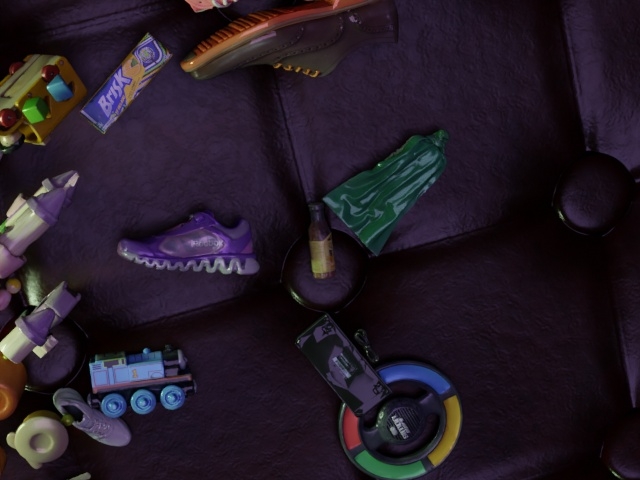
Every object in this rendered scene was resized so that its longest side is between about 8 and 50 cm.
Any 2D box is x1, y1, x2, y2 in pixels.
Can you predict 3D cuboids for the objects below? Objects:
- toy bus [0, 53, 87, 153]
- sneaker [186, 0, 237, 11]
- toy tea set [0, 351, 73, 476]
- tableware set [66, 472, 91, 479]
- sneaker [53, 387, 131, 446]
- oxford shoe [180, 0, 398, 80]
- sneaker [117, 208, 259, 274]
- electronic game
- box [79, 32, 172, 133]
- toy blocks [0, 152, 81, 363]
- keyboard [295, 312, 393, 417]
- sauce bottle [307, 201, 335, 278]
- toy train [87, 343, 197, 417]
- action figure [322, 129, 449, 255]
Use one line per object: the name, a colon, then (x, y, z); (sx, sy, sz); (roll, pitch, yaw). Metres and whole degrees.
toy bus: (-0.452, -0.194, 1.771); (0.202, 0.191, 0.104); (-23, 128, 9)
sneaker: (-0.145, -0.413, 1.805); (0.313, 0.116, 0.136); (21, 112, 7)
toy tea set: (-0.582, 0.319, 1.903); (0.336, 0.124, 0.200); (-30, 114, 2)
tableware set: (-0.463, 0.463, 1.987); (0.194, 0.039, 0.128); (-18, 117, 0)
sneaker: (-0.387, 0.308, 1.954); (0.152, 0.061, 0.054); (35, 92, -17)
oxford shoe: (-0.041, -0.311, 1.848); (0.363, 0.130, 0.133); (-21, 111, -5)
sneaker: (-0.215, -0.001, 1.906); (0.236, 0.095, 0.105); (3, 95, -16)
electronic game: (0.144, 0.321, 2.059); (0.229, 0.048, 0.229); (-2, 103, -10)
box: (-0.310, -0.252, 1.844); (0.054, 0.059, 0.169); (40, 93, -13)
toy blocks: (-0.445, -0.006, 1.761); (0.260, 0.288, 0.309); (-45, 105, -2)
keyboard: (0.051, 0.208, 2.009); (0.108, 0.023, 0.180); (-40, 91, 7)
sauce bottle: (0.000, 0.000, 1.965); (0.042, 0.042, 0.128); (-9, 106, -8)
toy train: (-0.302, 0.234, 1.945); (0.184, 0.080, 0.105); (-7, 98, -9)
action figure: (0.132, -0.102, 1.955); (0.232, 0.063, 0.137); (-43, 104, 5)
